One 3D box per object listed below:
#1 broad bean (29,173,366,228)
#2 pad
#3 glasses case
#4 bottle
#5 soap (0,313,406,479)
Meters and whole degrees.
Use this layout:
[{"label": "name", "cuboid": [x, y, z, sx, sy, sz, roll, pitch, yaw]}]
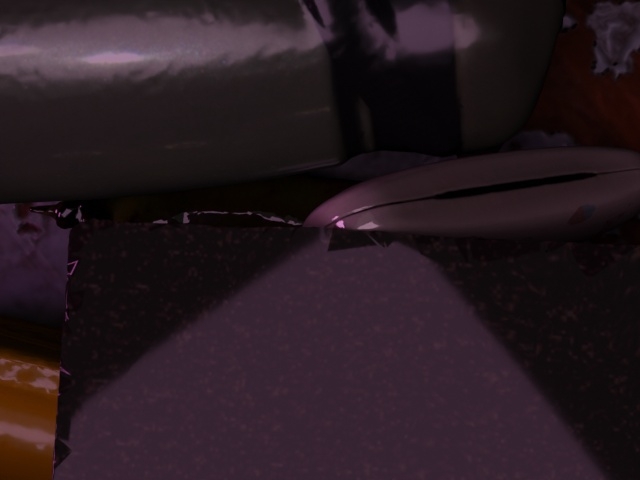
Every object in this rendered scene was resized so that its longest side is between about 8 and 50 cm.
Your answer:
[{"label": "broad bean", "cuboid": [0.000, 0.000, 0.846, 0.338, 0.061, 0.077, 10, 87, 8]}, {"label": "pad", "cuboid": [0.033, 0.104, 0.698, 0.330, 0.004, 0.220, 3, 85, 6]}, {"label": "glasses case", "cuboid": [0.087, -0.015, 0.779, 0.204, 0.081, 0.051, -9, 72, -23]}, {"label": "bottle", "cuboid": [-0.044, -0.110, 0.785, 0.346, 0.168, 0.169, -3, 99, 6]}, {"label": "soap", "cuboid": [-0.109, 0.111, 0.816, 0.324, 0.204, 0.096, 13, 89, 6]}]
